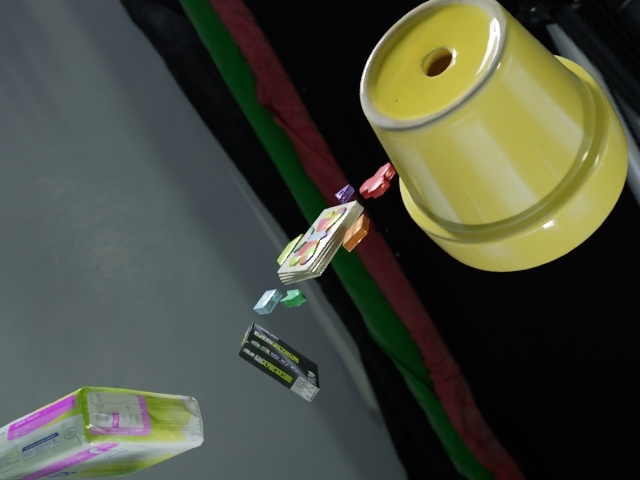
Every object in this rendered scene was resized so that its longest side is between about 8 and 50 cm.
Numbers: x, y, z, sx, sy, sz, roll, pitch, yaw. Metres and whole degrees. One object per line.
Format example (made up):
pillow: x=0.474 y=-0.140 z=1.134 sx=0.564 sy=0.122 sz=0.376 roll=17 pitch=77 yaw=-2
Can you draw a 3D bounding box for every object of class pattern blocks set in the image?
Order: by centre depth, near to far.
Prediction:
pattern blocks set: x=0.000 y=0.000 z=1.207 sx=0.026 sy=0.325 sz=0.285 roll=43 pitch=-37 yaw=-17

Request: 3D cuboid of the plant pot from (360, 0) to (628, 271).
plant pot: x=0.175 y=-0.126 z=0.701 sx=0.254 sy=0.254 sz=0.239 roll=31 pitch=-4 yaw=46

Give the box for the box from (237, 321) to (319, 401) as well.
box: x=-0.091 y=0.268 z=1.440 sx=0.190 sy=0.045 sz=0.184 roll=34 pitch=6 yaw=-3

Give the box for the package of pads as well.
package of pads: x=-0.379 y=0.346 z=1.140 sx=0.296 sy=0.229 sz=0.101 roll=28 pitch=40 yaw=-56
